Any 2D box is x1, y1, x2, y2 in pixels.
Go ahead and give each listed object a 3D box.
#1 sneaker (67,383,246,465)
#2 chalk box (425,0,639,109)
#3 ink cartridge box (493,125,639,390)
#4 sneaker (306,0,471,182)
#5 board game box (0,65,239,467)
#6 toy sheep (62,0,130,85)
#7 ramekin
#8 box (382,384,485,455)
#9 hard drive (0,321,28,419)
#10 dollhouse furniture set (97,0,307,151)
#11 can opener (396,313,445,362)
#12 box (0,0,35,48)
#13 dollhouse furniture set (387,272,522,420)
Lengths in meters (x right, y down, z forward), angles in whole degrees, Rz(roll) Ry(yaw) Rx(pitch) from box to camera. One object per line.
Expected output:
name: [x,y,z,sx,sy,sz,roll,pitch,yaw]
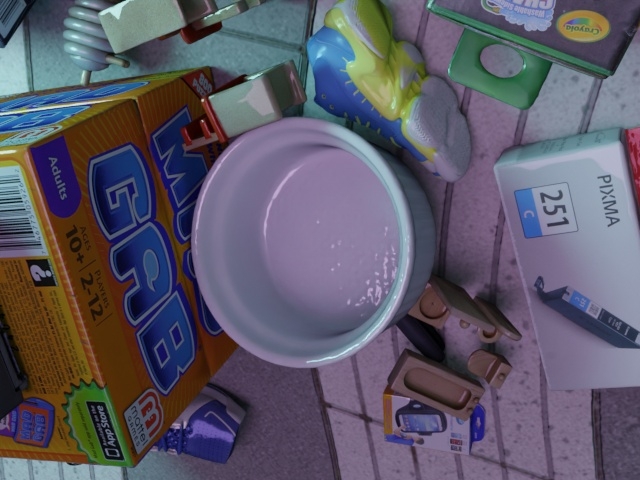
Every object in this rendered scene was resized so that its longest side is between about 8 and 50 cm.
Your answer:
sneaker: [-0.286,0.275,1.203,0.316,0.182,0.127,21,121,11]
chalk box: [0.214,-0.270,0.746,0.180,0.179,0.288,23,119,2]
ink cartridge box: [0.356,0.020,0.899,0.261,0.066,0.296,-10,110,26]
sneaker: [0.072,-0.161,0.930,0.126,0.091,0.240,-22,105,47]
board game box: [-0.328,0.016,0.997,0.356,0.356,0.356,-3,112,23]
toy sheep: [-0.277,-0.256,1.010,0.091,0.091,0.132,17,94,14]
ramekin: [0.000,0.000,0.945,0.277,0.135,0.277,2,93,27]
box: [0.154,0.246,1.106,0.136,0.028,0.081,5,115,21]
hard drive: [-0.484,0.076,0.844,0.339,0.064,0.236,-3,112,23]
dollhouse furniture set: [-0.129,-0.238,0.861,0.135,0.262,0.259,-12,109,29]
can opener: [0.101,0.082,1.032,0.073,0.059,0.186,-29,100,29]
box: [-0.499,-0.349,0.988,0.271,0.143,0.165,9,149,18]
dollhouse furniture set: [0.164,0.148,0.967,0.144,0.123,0.151,26,102,-14]
